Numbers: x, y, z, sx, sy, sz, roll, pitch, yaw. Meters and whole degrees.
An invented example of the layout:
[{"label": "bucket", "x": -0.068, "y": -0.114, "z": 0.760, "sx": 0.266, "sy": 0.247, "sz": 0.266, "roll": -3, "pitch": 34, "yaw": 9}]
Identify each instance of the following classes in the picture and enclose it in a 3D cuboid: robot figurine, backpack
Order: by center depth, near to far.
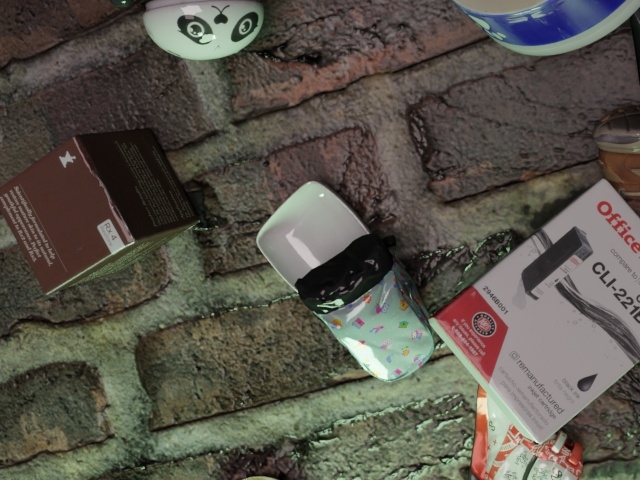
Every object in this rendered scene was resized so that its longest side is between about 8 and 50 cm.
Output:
[{"label": "backpack", "x": 0.071, "y": 0.098, "z": 1.353, "sx": 0.152, "sy": 0.115, "sz": 0.182, "roll": -31, "pitch": 119, "yaw": 13}, {"label": "robot figurine", "x": -0.165, "y": -0.383, "z": 1.354, "sx": 0.209, "sy": 0.173, "sz": 0.278, "roll": -3, "pitch": 97, "yaw": 23}]

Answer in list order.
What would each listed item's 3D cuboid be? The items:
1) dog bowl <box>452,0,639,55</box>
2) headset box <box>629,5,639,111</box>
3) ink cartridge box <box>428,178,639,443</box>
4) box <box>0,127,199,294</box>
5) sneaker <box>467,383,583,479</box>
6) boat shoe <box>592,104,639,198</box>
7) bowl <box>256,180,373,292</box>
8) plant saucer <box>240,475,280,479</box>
[{"label": "dog bowl", "x": 0.267, "y": -0.355, "z": 1.172, "sx": 0.265, "sy": 0.104, "sz": 0.264, "roll": -17, "pitch": 62, "yaw": 36}, {"label": "headset box", "x": 0.485, "y": -0.181, "z": 1.078, "sx": 0.283, "sy": 0.246, "sz": 0.131, "roll": -16, "pitch": 131, "yaw": 10}, {"label": "ink cartridge box", "x": 0.301, "y": 0.086, "z": 1.245, "sx": 0.273, "sy": 0.114, "sz": 0.197, "roll": -39, "pitch": 84, "yaw": -3}, {"label": "box", "x": -0.315, "y": -0.047, "z": 1.448, "sx": 0.167, "sy": 0.203, "sz": 0.168, "roll": -29, "pitch": 88, "yaw": 22}, {"label": "sneaker", "x": 0.279, "y": 0.240, "z": 1.345, "sx": 0.145, "sy": 0.090, "sz": 0.270, "roll": 6, "pitch": 99, "yaw": 12}, {"label": "boat shoe", "x": 0.486, "y": -0.089, "z": 1.193, "sx": 0.324, "sy": 0.123, "sz": 0.116, "roll": 9, "pitch": 120, "yaw": 34}, {"label": "bowl", "x": 0.000, "y": 0.000, "z": 1.422, "sx": 0.142, "sy": 0.053, "sz": 0.142, "roll": 48, "pitch": 111, "yaw": 8}, {"label": "plant saucer", "x": -0.076, "y": 0.433, "z": 1.533, "sx": 0.169, "sy": 0.029, "sz": 0.168, "roll": 3, "pitch": 100, "yaw": 18}]
